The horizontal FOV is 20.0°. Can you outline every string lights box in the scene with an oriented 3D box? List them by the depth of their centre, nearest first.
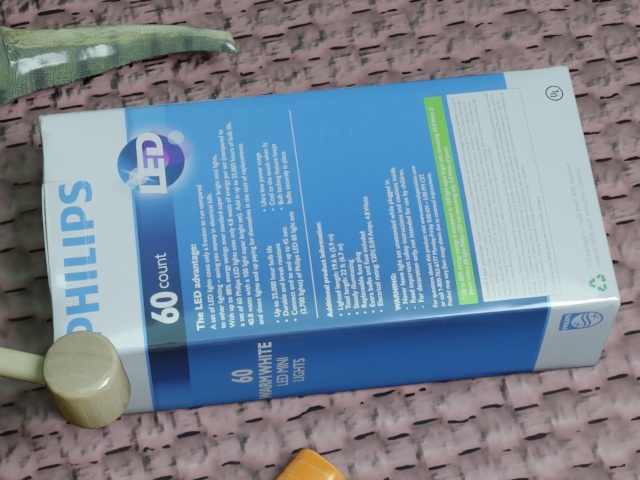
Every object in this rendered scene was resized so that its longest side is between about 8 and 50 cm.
[{"bbox_3d":[0.000,0.000,0.874,0.260,0.077,0.133,-5,62,-4],"label":"string lights box"}]

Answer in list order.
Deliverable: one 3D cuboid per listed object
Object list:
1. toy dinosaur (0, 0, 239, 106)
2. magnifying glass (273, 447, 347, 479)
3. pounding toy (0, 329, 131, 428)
[{"bbox_3d":[-0.189,-0.108,0.938,0.268,0.064,0.118,-18,78,-11],"label":"toy dinosaur"},{"bbox_3d":[-0.069,0.185,0.806,0.092,0.026,0.231,35,69,17],"label":"magnifying glass"},{"bbox_3d":[-0.166,0.121,0.788,0.206,0.094,0.181,-30,56,-7],"label":"pounding toy"}]
